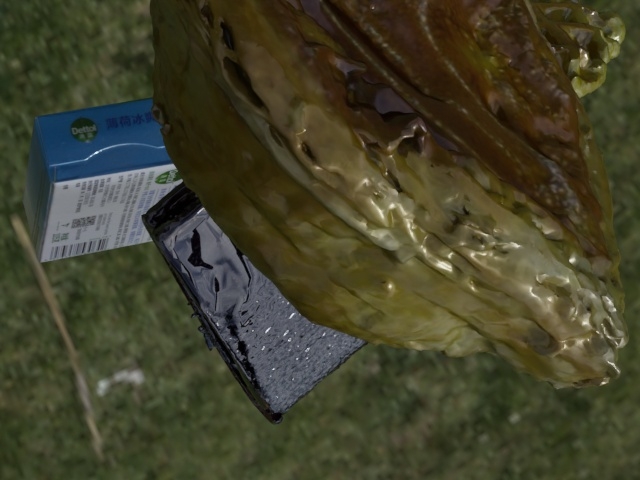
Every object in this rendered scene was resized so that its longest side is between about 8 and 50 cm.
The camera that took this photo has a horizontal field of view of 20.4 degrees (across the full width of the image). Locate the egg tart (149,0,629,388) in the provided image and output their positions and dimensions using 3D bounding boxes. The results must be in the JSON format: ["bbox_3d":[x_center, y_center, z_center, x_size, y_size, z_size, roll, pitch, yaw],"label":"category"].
[{"bbox_3d":[0.024,-0.077,0.990,0.351,0.340,0.153,29,127,-35],"label":"egg tart"}]

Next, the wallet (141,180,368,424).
[{"bbox_3d":[0.000,0.000,1.327,0.221,0.071,0.262,-38,140,-10],"label":"wallet"}]

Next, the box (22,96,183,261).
[{"bbox_3d":[-0.200,-0.056,1.672,0.139,0.073,0.194,-12,161,-17],"label":"box"}]

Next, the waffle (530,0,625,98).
[{"bbox_3d":[0.109,-0.196,1.572,0.307,0.311,0.060,-27,132,-48],"label":"waffle"}]
